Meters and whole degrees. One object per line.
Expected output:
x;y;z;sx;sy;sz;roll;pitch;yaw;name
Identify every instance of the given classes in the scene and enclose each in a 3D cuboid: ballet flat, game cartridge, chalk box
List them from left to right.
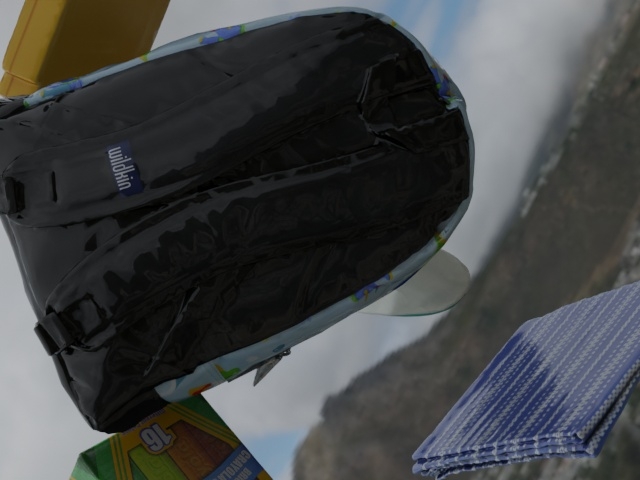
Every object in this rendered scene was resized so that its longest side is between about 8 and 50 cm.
-0.205;-0.273;1.254;0.323;0.052;0.285;-36;-30;-79;game cartridge
-0.103;0.258;1.038;0.132;0.213;0.132;-28;-23;-42;chalk box
0.000;0.000;1.626;0.139;0.400;0.139;-26;-58;-50;ballet flat

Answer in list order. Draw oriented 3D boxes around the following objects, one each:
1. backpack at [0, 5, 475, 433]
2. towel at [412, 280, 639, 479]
-0.050;-0.045;1.010;0.355;0.290;0.273;-27;-8;14;backpack
0.236;0.138;1.242;0.243;0.040;0.336;-46;7;-25;towel
